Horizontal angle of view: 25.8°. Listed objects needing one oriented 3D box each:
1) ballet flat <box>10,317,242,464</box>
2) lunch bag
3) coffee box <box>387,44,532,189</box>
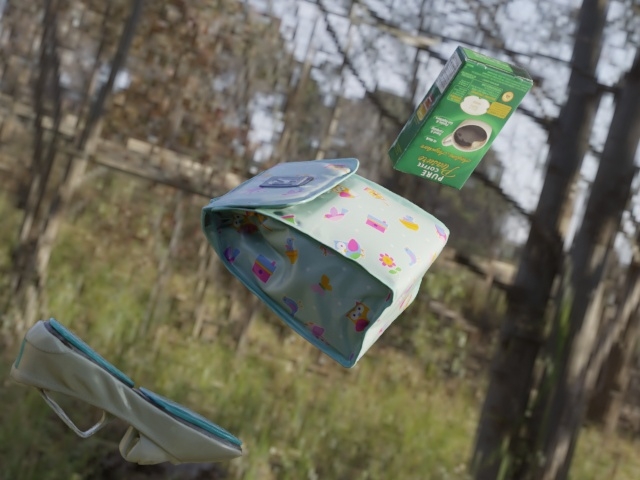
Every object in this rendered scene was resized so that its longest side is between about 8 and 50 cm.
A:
[{"bbox_3d":[-0.191,0.167,1.353,0.248,0.086,0.086,36,-9,-19],"label":"ballet flat"},{"bbox_3d":[0.000,0.000,1.750,0.262,0.160,0.223,35,30,10],"label":"lunch bag"},{"bbox_3d":[0.179,-0.157,1.810,0.113,0.184,0.040,14,34,-28],"label":"coffee box"}]
